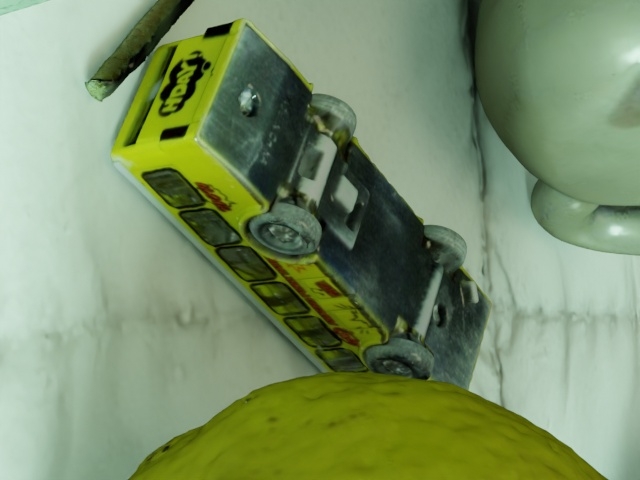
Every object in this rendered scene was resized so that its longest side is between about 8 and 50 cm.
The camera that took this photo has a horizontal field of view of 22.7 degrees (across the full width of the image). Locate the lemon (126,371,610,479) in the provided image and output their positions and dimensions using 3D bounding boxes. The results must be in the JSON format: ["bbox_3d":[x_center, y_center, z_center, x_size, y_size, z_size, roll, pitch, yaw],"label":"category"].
[{"bbox_3d":[0.024,0.175,0.602,0.267,0.267,0.267,12,75,-53],"label":"lemon"}]

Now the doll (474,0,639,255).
[{"bbox_3d":[0.193,-0.187,0.923,0.215,0.226,0.370,7,82,-18],"label":"doll"}]

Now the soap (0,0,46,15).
[{"bbox_3d":[-0.091,-0.115,0.529,0.114,0.198,0.063,-43,118,-46],"label":"soap"}]

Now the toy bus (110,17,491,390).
[{"bbox_3d":[0.000,0.000,0.742,0.226,0.074,0.081,46,49,-40],"label":"toy bus"}]

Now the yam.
[{"bbox_3d":[-0.073,-0.095,0.706,0.014,0.014,0.107,61,40,-28],"label":"yam"}]
